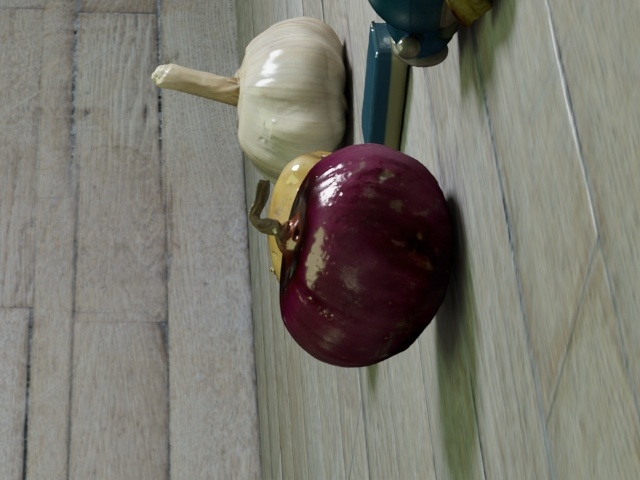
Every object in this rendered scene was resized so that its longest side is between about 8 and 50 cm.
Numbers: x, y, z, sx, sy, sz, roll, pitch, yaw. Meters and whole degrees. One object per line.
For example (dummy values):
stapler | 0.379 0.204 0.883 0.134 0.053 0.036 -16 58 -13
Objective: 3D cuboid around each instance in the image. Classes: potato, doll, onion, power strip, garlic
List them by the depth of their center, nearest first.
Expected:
doll | 0.074 -0.186 1.431 0.152 0.085 0.114 79 -160 -67
onion | 0.029 0.012 1.523 0.177 0.153 0.177 169 90 -90
power strip | 0.058 -0.135 1.779 0.056 0.032 0.123 -96 8 -50
potato | 0.000 0.000 1.972 0.118 0.109 0.178 16 112 61
garlic | -0.081 -0.157 2.206 0.199 0.226 0.199 -175 90 -81

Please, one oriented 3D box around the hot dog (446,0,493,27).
hot dog | 0.094 -0.225 1.315 0.078 0.061 0.169 -85 -27 -60
